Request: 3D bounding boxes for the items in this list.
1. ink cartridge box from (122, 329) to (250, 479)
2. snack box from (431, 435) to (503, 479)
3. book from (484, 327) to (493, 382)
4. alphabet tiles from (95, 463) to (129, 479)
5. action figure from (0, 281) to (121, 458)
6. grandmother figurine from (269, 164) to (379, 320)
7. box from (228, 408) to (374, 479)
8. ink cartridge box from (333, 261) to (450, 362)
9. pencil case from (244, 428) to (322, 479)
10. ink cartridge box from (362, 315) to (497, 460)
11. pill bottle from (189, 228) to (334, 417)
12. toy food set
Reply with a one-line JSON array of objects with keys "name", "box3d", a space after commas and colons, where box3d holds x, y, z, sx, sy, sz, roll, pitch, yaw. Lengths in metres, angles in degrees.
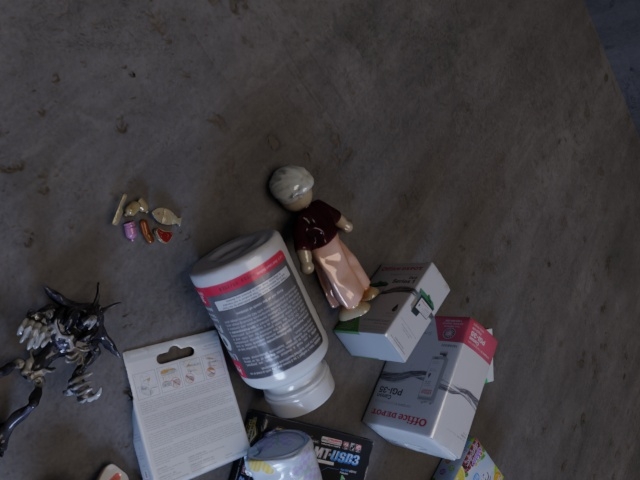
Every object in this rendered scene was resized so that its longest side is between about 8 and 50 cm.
[{"name": "ink cartridge box", "box3d": [-0.239, 0.293, 1.057, 0.189, 0.066, 0.232, -9, 72, -40]}, {"name": "snack box", "box3d": [0.360, 0.625, 1.515, 0.207, 0.070, 0.174, -49, 117, -30]}, {"name": "book", "box3d": [0.421, 0.312, 1.617, 0.096, 0.035, 0.144, -3, 90, -37]}, {"name": "alphabet tiles", "box3d": [-0.318, 0.496, 0.896, 0.284, 0.021, 0.278, 55, 28, -26]}, {"name": "action figure", "box3d": [-0.388, 0.175, 0.867, 0.164, 0.141, 0.275, 52, 60, -23]}, {"name": "grandmother figurine", "box3d": [0.000, 0.000, 1.243, 0.342, 0.104, 0.208, 61, 26, -16]}, {"name": "box", "box3d": [-0.048, 0.506, 1.175, 0.296, 0.073, 0.293, 26, 70, -35]}, {"name": "ink cartridge box", "box3d": [0.158, 0.151, 1.319, 0.219, 0.160, 0.092, -51, 118, -32]}, {"name": "pencil case", "box3d": [-0.045, 0.477, 1.064, 0.124, 0.113, 0.272, -18, 97, -26]}, {"name": "ink cartridge box", "box3d": [0.246, 0.318, 1.349, 0.117, 0.207, 0.282, 41, 62, -29]}, {"name": "pill bottle", "box3d": [-0.092, 0.155, 1.095, 0.176, 0.176, 0.318, -35, 109, -36]}, {"name": "toy food set", "box3d": [-0.301, -0.030, 1.035, 0.122, 0.019, 0.077, 32, 67, -43]}]
